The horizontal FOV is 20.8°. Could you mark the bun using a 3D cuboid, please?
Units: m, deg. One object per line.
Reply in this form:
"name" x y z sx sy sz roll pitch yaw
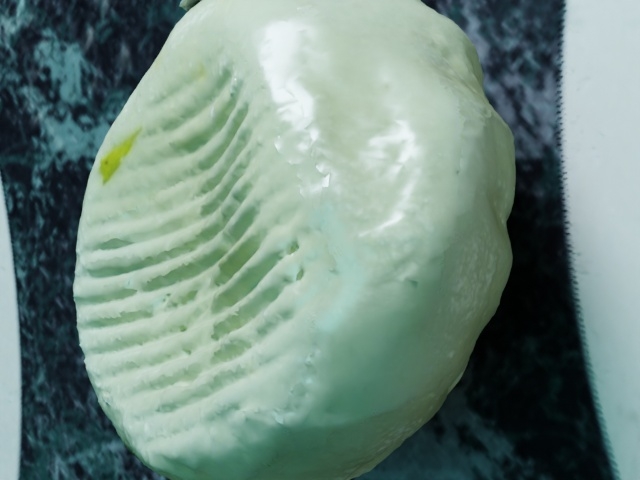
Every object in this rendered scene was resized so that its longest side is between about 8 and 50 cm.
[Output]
"bun" 0.000 0.000 0.832 0.259 0.160 0.259 -13 74 53
